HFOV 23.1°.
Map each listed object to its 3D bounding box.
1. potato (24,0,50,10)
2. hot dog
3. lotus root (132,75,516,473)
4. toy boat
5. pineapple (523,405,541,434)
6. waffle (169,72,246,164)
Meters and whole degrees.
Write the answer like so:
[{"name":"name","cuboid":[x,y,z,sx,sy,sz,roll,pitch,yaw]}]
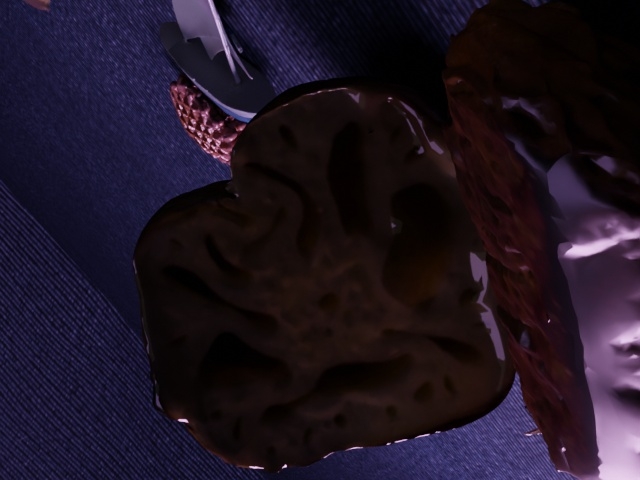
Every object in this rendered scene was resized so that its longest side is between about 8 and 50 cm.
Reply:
[{"name":"potato","cuboid":[-0.253,-0.273,0.936,0.299,0.116,0.239,41,179,-34]},{"name":"hot dog","cuboid":[0.115,0.006,0.611,0.160,0.099,0.226,47,159,41]},{"name":"lotus root","cuboid":[-0.001,0.000,0.842,0.180,0.188,0.199,-102,6,-72]},{"name":"toy boat","cuboid":[-0.079,-0.132,0.993,0.105,0.034,0.149,28,159,49]},{"name":"pineapple","cuboid":[0.174,0.094,0.807,0.233,0.079,0.135,56,157,-18]},{"name":"waffle","cuboid":[-0.081,-0.090,1.156,0.075,0.029,0.083,42,165,12]}]
